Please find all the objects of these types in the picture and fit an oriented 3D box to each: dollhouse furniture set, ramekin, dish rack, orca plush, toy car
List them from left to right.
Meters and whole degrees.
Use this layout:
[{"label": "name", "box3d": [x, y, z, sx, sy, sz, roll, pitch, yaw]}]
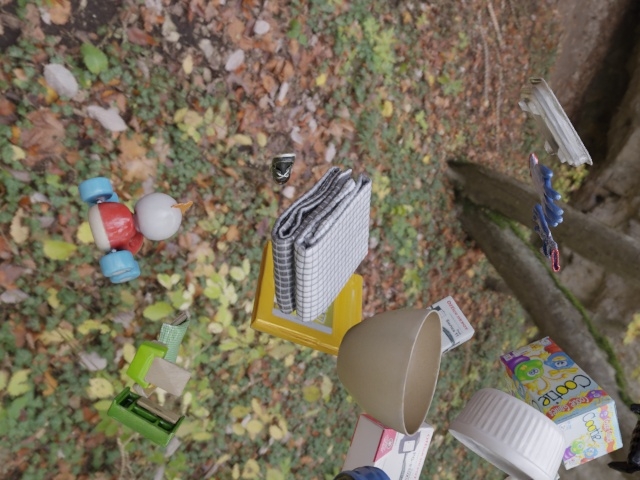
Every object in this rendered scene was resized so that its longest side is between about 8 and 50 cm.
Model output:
[{"label": "toy car", "box3d": [-0.415, -0.043, 1.402, 0.238, 0.219, 0.210, -17, 171, -14]}, {"label": "dollhouse furniture set", "box3d": [-0.349, 0.315, 1.413, 0.197, 0.151, 0.301, -62, 180, 7]}, {"label": "ramekin", "box3d": [0.357, 0.368, 1.114, 0.109, 0.207, 0.207, -55, 161, -13]}, {"label": "dish rack", "box3d": [0.675, -0.343, 1.741, 0.072, 0.285, 0.333, -30, -174, 17]}, {"label": "orca plush", "box3d": [0.814, 0.471, 1.503, 0.287, 0.102, 0.151, -35, 157, -20]}]

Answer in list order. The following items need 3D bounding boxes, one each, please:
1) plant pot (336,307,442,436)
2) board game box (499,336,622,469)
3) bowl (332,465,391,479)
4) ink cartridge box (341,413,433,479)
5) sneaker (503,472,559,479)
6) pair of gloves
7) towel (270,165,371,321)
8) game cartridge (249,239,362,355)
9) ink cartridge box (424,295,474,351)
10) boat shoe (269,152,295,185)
[{"label": "plant pot", "box3d": [0.148, 0.282, 1.359, 0.284, 0.191, 0.284, -31, 125, -59]}, {"label": "board game box", "box3d": [0.568, 0.381, 1.422, 0.142, 0.275, 0.144, -22, 113, -2]}, {"label": "bowl", "box3d": [0.075, 0.689, 1.266, 0.391, 0.077, 0.391, -170, -90, -75]}, {"label": "ink cartridge box", "box3d": [0.189, 0.575, 1.622, 0.237, 0.100, 0.172, 17, 91, -45]}, {"label": "sneaker", "box3d": [0.455, 0.648, 1.244, 0.146, 0.330, 0.122, -11, 170, -14]}, {"label": "pair of gloves", "box3d": [0.380, -0.045, 0.995, 0.159, 0.023, 0.198, -81, 157, -57]}, {"label": "towel", "box3d": [0.000, 0.000, 1.266, 0.283, 0.121, 0.235, -51, 152, -40]}, {"label": "game cartridge", "box3d": [-0.028, 0.168, 1.680, 0.052, 0.324, 0.285, -50, -154, 45]}, {"label": "ink cartridge box", "box3d": [0.388, 0.303, 1.992, 0.208, 0.153, 0.087, -27, 157, -11]}, {"label": "boat shoe", "box3d": [-0.123, -0.239, 1.965, 0.084, 0.079, 0.233, -6, 174, -11]}]
